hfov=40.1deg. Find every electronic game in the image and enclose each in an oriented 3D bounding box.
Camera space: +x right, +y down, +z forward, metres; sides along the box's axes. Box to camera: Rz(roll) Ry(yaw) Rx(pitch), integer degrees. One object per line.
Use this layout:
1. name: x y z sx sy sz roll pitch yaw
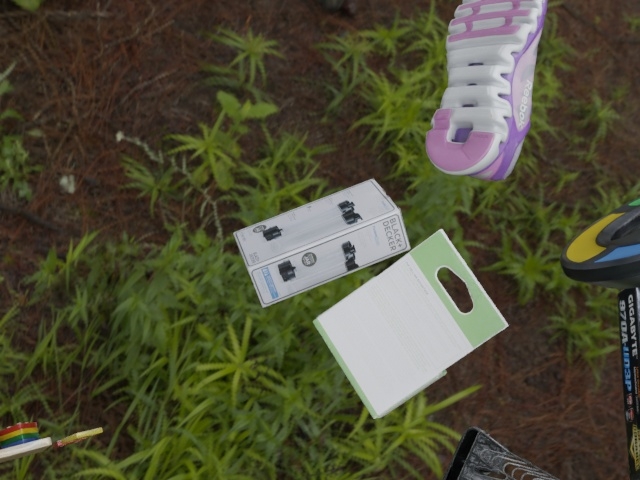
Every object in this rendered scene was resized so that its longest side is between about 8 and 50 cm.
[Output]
1. electronic game: 0.301 -0.024 0.698 0.229 0.229 0.048 -28 95 -31

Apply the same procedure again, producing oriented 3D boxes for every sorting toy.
1. sorting toy: -0.475 0.307 1.323 0.274 0.132 0.046 -10 78 -26

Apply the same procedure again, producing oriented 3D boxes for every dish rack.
1. dish rack: 0.240 0.378 1.144 0.074 0.271 0.208 25 86 -18

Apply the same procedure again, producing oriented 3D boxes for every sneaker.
1. sneaker: 0.183 -0.163 0.905 0.104 0.095 0.236 30 73 -49

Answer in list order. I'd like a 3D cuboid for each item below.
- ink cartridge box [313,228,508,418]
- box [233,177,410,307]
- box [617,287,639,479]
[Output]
1. ink cartridge box: 0.128 0.120 1.249 0.235 0.056 0.171 -36 73 12
2. box: 0.000 0.000 1.604 0.290 0.169 0.087 -22 118 -6
3. box: 0.426 0.162 0.968 0.175 0.051 0.220 6 69 -6
